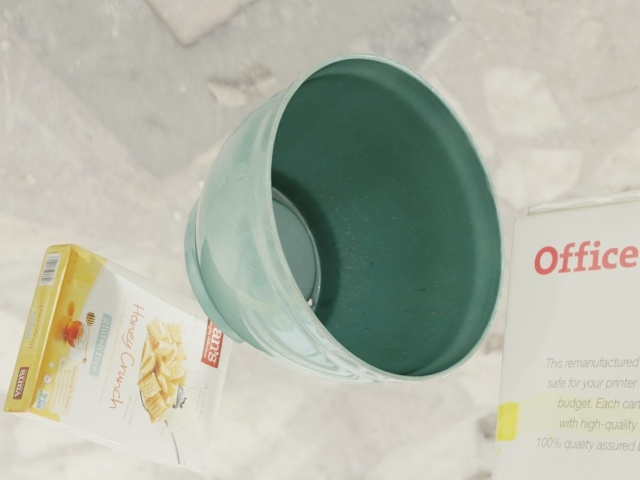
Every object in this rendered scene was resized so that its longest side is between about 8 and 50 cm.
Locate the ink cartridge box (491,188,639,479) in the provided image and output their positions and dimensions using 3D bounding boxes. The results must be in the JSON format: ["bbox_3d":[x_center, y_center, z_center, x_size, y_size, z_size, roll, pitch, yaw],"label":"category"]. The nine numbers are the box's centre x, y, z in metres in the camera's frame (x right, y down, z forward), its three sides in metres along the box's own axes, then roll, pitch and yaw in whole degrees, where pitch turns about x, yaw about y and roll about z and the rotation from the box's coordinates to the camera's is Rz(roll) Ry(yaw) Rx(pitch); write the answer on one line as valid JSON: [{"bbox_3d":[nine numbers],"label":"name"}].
[{"bbox_3d":[0.278,0.164,1.045,0.160,0.279,0.384,14,77,-37],"label":"ink cartridge box"}]

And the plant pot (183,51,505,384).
[{"bbox_3d":[0.000,0.000,1.291,0.293,0.293,0.196,32,146,-32],"label":"plant pot"}]

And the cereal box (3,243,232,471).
[{"bbox_3d":[-0.195,0.124,1.438,0.047,0.173,0.240,-6,156,42],"label":"cereal box"}]
